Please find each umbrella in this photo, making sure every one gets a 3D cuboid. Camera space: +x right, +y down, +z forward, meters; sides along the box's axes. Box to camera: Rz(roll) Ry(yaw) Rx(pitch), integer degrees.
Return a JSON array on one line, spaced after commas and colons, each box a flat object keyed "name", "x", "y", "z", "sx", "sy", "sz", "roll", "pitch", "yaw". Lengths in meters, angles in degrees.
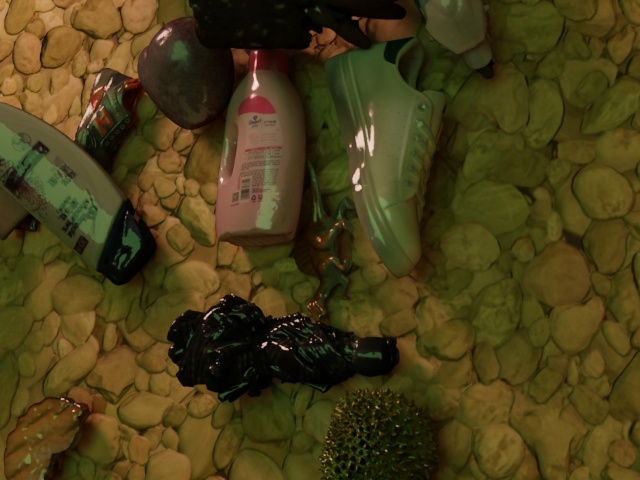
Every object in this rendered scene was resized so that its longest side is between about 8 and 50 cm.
[{"name": "umbrella", "x": -0.063, "y": 0.172, "z": 1.592, "sx": 0.336, "sy": 0.128, "sz": 0.154, "roll": 13, "pitch": 83, "yaw": 24}]

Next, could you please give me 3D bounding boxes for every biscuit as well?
[{"name": "biscuit", "x": -0.436, "y": 0.321, "z": 1.769, "sx": 0.118, "sy": 0.061, "sz": 0.183, "roll": 35, "pitch": 92, "yaw": 30}]

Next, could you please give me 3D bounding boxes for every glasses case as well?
[{"name": "glasses case", "x": -0.488, "y": -0.085, "z": 1.898, "sx": 0.102, "sy": 0.070, "sz": 0.193, "roll": 45, "pitch": 97, "yaw": -1}]

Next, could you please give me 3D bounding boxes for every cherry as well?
[{"name": "cherry", "x": -0.205, "y": -0.266, "z": 1.751, "sx": 0.176, "sy": 0.140, "sz": 0.176, "roll": 24, "pitch": 127, "yaw": 36}]

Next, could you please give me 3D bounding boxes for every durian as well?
[{"name": "durian", "x": 0.080, "y": 0.291, "z": 1.470, "sx": 0.146, "sy": 0.159, "sz": 0.198, "roll": -8, "pitch": 74, "yaw": 29}]

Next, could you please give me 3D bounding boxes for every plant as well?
[{"name": "plant", "x": -0.031, "y": -0.382, "z": 1.609, "sx": 0.320, "sy": 0.194, "sz": 0.182, "roll": -8, "pitch": 39, "yaw": 7}]

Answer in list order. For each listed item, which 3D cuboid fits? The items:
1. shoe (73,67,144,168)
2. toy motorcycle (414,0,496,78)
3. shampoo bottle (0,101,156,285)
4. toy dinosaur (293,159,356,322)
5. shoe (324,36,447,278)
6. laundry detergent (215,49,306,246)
[{"name": "shoe", "x": -0.349, "y": -0.190, "z": 1.847, "sx": 0.077, "sy": 0.074, "sz": 0.195, "roll": 11, "pitch": 80, "yaw": 22}, {"name": "toy motorcycle", "x": 0.179, "y": -0.354, "z": 1.577, "sx": 0.110, "sy": 0.171, "sz": 0.260, "roll": -26, "pitch": 70, "yaw": 16}, {"name": "shampoo bottle", "x": -0.413, "y": -0.085, "z": 1.795, "sx": 0.359, "sy": 0.078, "sz": 0.134, "roll": 40, "pitch": 96, "yaw": 11}, {"name": "toy dinosaur", "x": 0.001, "y": 0.001, "z": 1.651, "sx": 0.142, "sy": 0.057, "sz": 0.212, "roll": -49, "pitch": 49, "yaw": 29}, {"name": "shoe", "x": 0.121, "y": -0.129, "z": 1.577, "sx": 0.160, "sy": 0.132, "sz": 0.363, "roll": -21, "pitch": 64, "yaw": 17}, {"name": "laundry detergent", "x": -0.088, "y": -0.162, "z": 1.704, "sx": 0.159, "sy": 0.087, "sz": 0.335, "roll": -7, "pitch": 73, "yaw": 35}]
